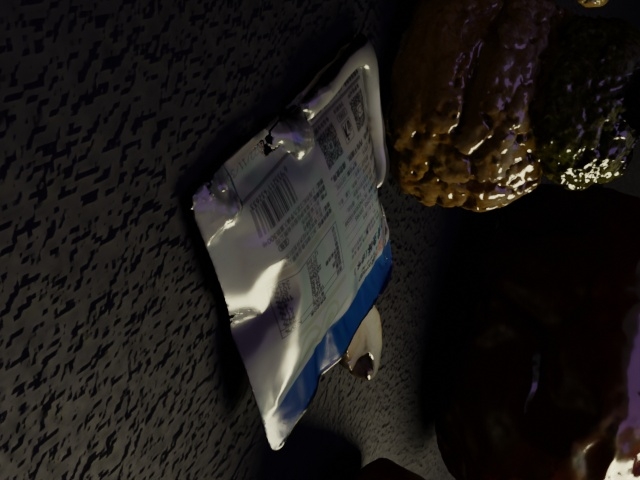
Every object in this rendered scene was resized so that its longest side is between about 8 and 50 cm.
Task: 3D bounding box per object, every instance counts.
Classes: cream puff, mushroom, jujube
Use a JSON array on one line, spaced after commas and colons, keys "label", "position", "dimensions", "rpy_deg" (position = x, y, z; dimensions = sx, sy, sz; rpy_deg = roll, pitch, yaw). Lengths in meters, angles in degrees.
[{"label": "cream puff", "position": [0.151, -0.098, 0.502], "dimensions": [0.183, 0.169, 0.183], "rpy_deg": [-47, 146, -47]}, {"label": "mushroom", "position": [0.023, 0.061, 0.498], "dimensions": [0.049, 0.019, 0.101], "rpy_deg": [-61, 149, -35]}, {"label": "jujube", "position": [0.266, 0.131, 0.814], "dimensions": [0.276, 0.277, 0.376], "rpy_deg": [9, 83, -67]}]

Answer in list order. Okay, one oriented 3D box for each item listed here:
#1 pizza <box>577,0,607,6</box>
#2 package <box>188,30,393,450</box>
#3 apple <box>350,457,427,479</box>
[{"label": "pizza", "position": [0.327, -0.378, 0.864], "dimensions": [0.154, 0.069, 0.193], "rpy_deg": [-46, 137, -48]}, {"label": "package", "position": [0.000, 0.000, 0.396], "dimensions": [0.171, 0.027, 0.173], "rpy_deg": [-54, 145, -43]}, {"label": "apple", "position": [0.082, 0.268, 0.563], "dimensions": [0.160, 0.173, 0.195], "rpy_deg": [-68, 152, -21]}]
